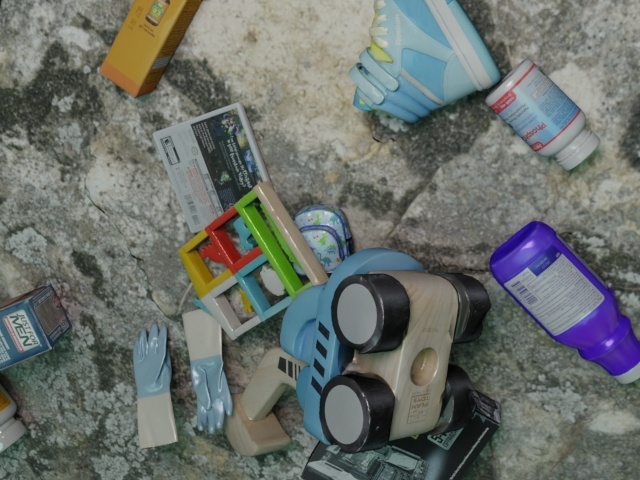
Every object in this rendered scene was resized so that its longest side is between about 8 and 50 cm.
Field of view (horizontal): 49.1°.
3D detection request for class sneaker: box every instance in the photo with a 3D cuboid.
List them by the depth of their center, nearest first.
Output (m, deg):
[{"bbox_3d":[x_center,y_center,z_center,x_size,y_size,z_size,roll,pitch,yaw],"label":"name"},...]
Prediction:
[{"bbox_3d":[0.093,-0.304,1.002,0.208,0.127,0.319,-31,108,22],"label":"sneaker"}]

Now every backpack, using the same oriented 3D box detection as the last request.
[{"bbox_3d":[0.000,0.000,1.168,0.105,0.084,0.114,-5,104,14],"label":"backpack"}]

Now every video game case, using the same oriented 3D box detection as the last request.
[{"bbox_3d":[-0.181,-0.122,1.210,0.173,0.022,0.190,-15,102,19],"label":"video game case"}]

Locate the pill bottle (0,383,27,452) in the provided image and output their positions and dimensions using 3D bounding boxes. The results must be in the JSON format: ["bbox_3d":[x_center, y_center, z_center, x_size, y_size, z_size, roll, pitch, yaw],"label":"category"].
[{"bbox_3d":[-0.708,0.341,1.449,0.118,0.117,0.208,-33,98,22],"label":"pill bottle"}]

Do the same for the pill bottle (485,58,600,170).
[{"bbox_3d":[0.325,-0.180,1.021,0.160,0.087,0.087,44,113,-1],"label":"pill bottle"}]

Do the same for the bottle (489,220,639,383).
[{"bbox_3d":[0.395,0.102,1.092,0.283,0.092,0.118,45,113,-3],"label":"bottle"}]

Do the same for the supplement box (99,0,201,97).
[{"bbox_3d":[-0.262,-0.349,1.128,0.078,0.080,0.233,37,114,0],"label":"supplement box"}]

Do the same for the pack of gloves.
[{"bbox_3d":[-0.252,0.255,1.306,0.195,0.046,0.231,-15,71,16],"label":"pack of gloves"}]

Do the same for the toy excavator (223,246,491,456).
[{"bbox_3d":[0.011,0.205,1.135,0.445,0.223,0.432,20,105,51],"label":"toy excavator"}]

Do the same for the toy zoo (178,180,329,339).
[{"bbox_3d":[-0.135,0.051,1.201,0.293,0.030,0.192,-34,87,39],"label":"toy zoo"}]

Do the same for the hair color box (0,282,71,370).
[{"bbox_3d":[-0.661,0.203,1.296,0.348,0.174,0.105,-22,100,-5],"label":"hair color box"}]

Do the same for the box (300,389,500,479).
[{"bbox_3d":[0.138,0.359,1.252,0.243,0.076,0.307,30,112,5],"label":"box"}]
